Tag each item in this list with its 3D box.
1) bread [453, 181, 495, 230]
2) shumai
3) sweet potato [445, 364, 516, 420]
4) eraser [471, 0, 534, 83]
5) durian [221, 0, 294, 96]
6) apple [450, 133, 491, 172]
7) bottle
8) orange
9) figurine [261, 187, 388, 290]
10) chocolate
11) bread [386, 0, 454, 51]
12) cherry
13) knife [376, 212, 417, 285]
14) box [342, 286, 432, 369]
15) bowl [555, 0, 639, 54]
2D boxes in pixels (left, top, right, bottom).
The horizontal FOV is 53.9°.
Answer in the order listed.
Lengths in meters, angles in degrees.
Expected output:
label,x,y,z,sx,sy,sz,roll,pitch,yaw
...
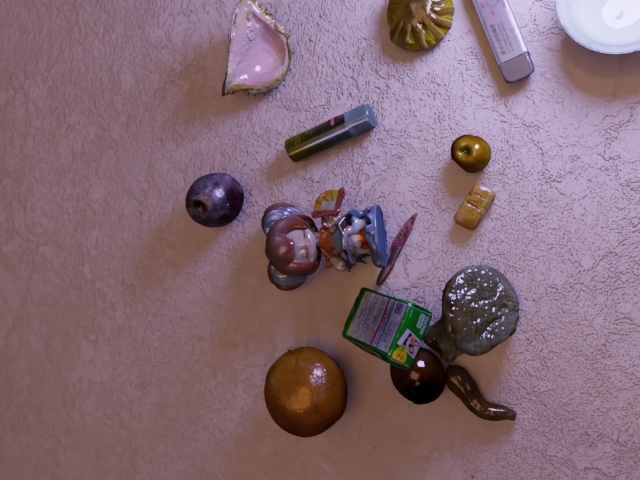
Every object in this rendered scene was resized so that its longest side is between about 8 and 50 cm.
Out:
label,x,y,z,sx,sy,sz,roll,pitch,yaw
bread,0.433,-0.094,1.765,0.074,0.053,0.132,37,107,18
shumai,0.411,0.206,1.758,0.272,0.204,0.222,-38,83,-17
sweet potato,0.441,0.445,1.779,0.233,0.062,0.081,40,105,14
eraser,0.487,-0.597,1.721,0.089,0.061,0.352,-22,84,21
durian,-0.183,-0.579,1.964,0.195,0.185,0.305,14,102,3
apple,0.416,-0.244,1.740,0.099,0.102,0.114,-45,74,19
bottle,0.030,-0.325,1.912,0.286,0.082,0.082,-21,84,22
orange,-0.045,0.448,1.885,0.264,0.264,0.264,1,92,23
figurine,0.000,-0.001,1.873,0.388,0.248,0.277,-8,86,14
chocolate,0.276,0.373,1.798,0.176,0.176,0.177,1,92,23
bread,0.280,-0.648,1.786,0.213,0.104,0.213,0,91,20
cherry,-0.347,-0.127,2.024,0.195,0.195,0.195,1,92,23
knife,0.226,0.025,1.879,0.035,0.018,0.247,30,100,22
box,0.183,0.243,1.780,0.250,0.103,0.180,15,79,55
bowl,0.751,-0.601,1.563,0.313,0.146,0.313,0,90,23
